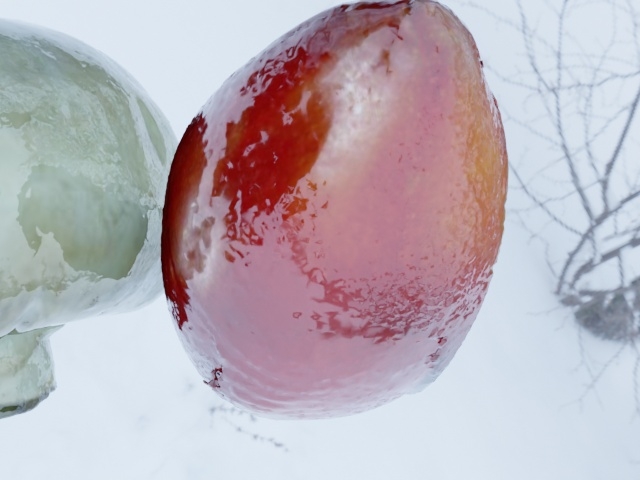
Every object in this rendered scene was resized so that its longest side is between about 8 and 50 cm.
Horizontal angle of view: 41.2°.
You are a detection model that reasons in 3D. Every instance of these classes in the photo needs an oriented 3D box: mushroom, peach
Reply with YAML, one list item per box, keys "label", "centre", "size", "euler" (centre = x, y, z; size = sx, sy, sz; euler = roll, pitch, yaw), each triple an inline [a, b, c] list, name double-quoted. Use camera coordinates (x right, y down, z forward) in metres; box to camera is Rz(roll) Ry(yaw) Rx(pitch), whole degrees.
- label: "mushroom"
  centre: [-0.256, -0.017, 0.567]
  size: [0.352, 0.352, 0.260]
  euler: [-8, 105, -47]
- label: "peach"
  centre: [0.001, 0.007, 0.438]
  size: [0.159, 0.267, 0.154]
  euler: [-6, 65, -23]
